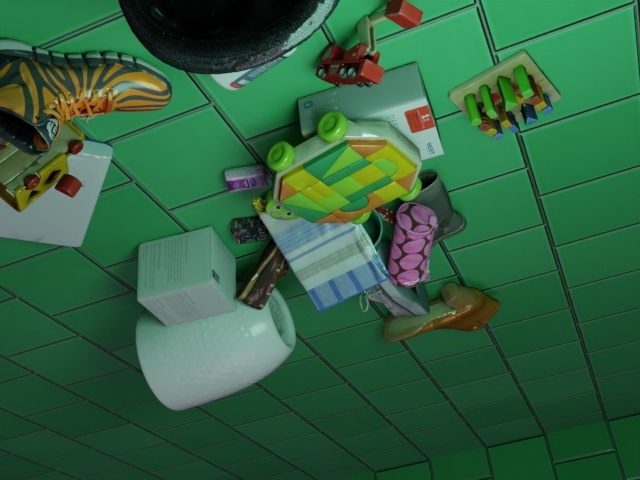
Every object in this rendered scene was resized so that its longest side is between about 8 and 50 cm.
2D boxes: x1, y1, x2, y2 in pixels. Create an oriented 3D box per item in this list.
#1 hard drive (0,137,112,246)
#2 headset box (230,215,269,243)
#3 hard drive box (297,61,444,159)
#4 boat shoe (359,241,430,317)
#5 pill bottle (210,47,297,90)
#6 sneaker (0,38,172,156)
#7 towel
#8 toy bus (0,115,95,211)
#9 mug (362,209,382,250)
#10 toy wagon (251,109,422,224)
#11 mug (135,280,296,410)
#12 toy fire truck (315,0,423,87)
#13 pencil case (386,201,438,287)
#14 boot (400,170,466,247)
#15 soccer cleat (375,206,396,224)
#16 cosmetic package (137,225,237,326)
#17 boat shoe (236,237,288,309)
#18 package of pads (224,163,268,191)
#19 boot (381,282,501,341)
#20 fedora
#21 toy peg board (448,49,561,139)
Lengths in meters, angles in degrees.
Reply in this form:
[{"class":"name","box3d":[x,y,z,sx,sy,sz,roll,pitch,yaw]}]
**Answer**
[{"class":"hard drive","box3d":[-0.555,-0.100,1.586,0.210,0.040,0.319,9,143,-23]},{"class":"headset box","box3d":[-0.161,-0.024,1.785,0.083,0.032,0.062,-7,147,1]},{"class":"hard drive box","box3d":[0.097,-0.214,1.491,0.232,0.089,0.181,-16,147,13]},{"class":"boat shoe","box3d":[0.148,0.113,1.981,0.156,0.136,0.367,-16,156,19]},{"class":"pill bottle","box3d":[-0.097,-0.327,1.264,0.180,0.108,0.108,-26,142,27]},{"class":"sneaker","box3d":[-0.407,-0.217,1.307,0.321,0.180,0.124,3,146,-15]},{"class":"towel","box3d":[0.000,0.000,1.682,0.209,0.285,0.034,-28,-175,31]},{"class":"toy bus","box3d":[-0.495,-0.145,1.403,0.202,0.191,0.104,0,155,-13]},{"class":"mug","box3d":[0.064,-0.022,1.761,0.129,0.158,0.097,-26,159,-10]},{"class":"toy wagon","box3d":[0.018,-0.107,1.495,0.344,0.068,0.267,-27,142,28]},{"class":"mug","box3d":[-0.230,0.241,2.004,0.328,0.276,0.374,-21,175,13]},{"class":"toy fire truck","box3d":[0.075,-0.324,1.309,0.047,0.135,0.192,20,178,-35]},{"class":"pencil case","box3d":[0.203,0.012,1.737,0.098,0.095,0.209,18,144,13]},{"class":"boot","box3d":[0.217,-0.056,1.769,0.189,0.076,0.208,-32,147,16]},{"class":"soccer cleat","box3d":[0.144,-0.058,1.762,0.029,0.083,0.035,-60,148,-2]},{"class":"cosmetic package","box3d":[-0.302,0.084,1.815,0.183,0.151,0.151,-13,147,11]},{"class":"boat shoe","box3d":[-0.111,0.063,1.818,0.073,0.073,0.207,30,100,-17]},{"class":"package of pads","box3d":[-0.152,-0.129,1.627,0.083,0.032,0.050,-8,144,2]},{"class":"boot","box3d":[0.337,0.224,2.194,0.295,0.104,0.211,-35,137,30]},{"class":"fedora","box3d":[-0.112,-0.378,1.108,0.334,0.334,0.152,-13,180,9]},{"class":"toy peg board","box3d":[0.355,-0.250,1.493,0.161,0.079,0.160,-27,142,28]}]
